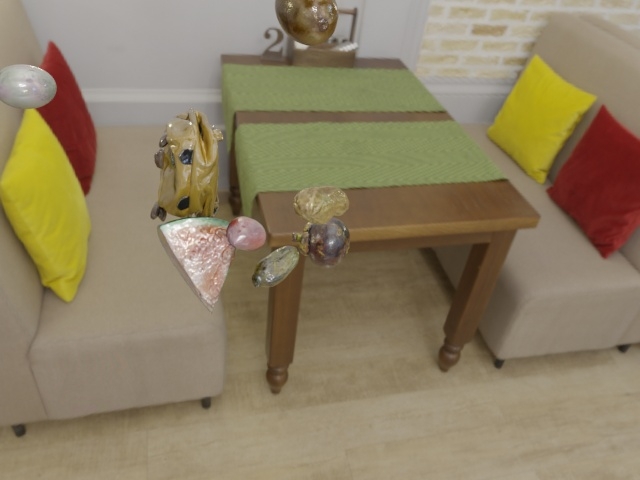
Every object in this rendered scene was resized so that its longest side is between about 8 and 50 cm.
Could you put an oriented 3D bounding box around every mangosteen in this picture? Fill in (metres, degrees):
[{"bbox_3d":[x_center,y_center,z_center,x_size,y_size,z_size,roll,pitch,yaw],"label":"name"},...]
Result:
[{"bbox_3d":[0.000,0.000,2.003,0.216,0.192,0.192,16,39,12],"label":"mangosteen"}]

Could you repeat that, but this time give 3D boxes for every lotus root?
[{"bbox_3d":[-0.135,0.081,1.634,0.179,0.089,0.080,-37,16,-31],"label":"lotus root"}]

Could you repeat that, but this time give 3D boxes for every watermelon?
[{"bbox_3d":[-0.329,0.048,1.654,0.222,0.319,0.292,-34,7,-13],"label":"watermelon"}]

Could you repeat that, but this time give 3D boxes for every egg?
[{"bbox_3d":[-0.702,-0.365,1.293,0.134,0.103,0.103,-11,43,-28],"label":"egg"}]

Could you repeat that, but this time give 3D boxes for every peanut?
[{"bbox_3d":[0.005,-0.101,1.536,0.095,0.108,0.226,-14,1,34],"label":"peanut"}]

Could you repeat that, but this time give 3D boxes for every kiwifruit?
[{"bbox_3d":[-0.041,-0.715,1.698,0.195,0.196,0.234,-13,51,-25],"label":"kiwifruit"}]

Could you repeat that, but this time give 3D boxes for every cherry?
[{"bbox_3d":[-0.195,-0.017,1.432,0.106,0.087,0.126,18,-1,-7],"label":"cherry"}]

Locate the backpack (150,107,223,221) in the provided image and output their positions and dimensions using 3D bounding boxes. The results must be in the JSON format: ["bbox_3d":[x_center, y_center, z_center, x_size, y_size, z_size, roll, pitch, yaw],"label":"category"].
[{"bbox_3d":[-0.422,-0.239,1.722,0.200,0.354,0.378,4,21,-21],"label":"backpack"}]
